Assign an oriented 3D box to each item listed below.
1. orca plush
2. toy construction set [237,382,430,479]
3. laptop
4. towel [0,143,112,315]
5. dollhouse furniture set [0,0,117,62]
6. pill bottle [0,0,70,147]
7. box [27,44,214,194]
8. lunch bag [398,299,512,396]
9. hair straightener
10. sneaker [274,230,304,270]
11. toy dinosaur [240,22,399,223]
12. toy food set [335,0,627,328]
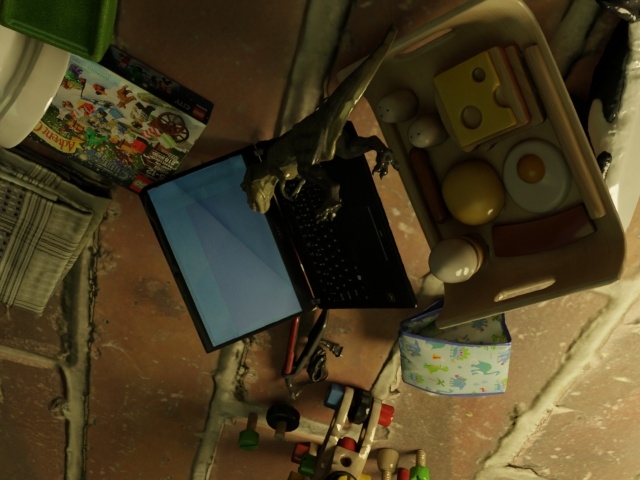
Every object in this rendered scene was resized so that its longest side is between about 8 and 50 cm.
[{"bbox_3d":[0.289,-0.136,0.903,0.102,0.151,0.287,22,148,35],"label":"orca plush"},{"bbox_3d":[0.044,0.413,1.392,0.309,0.237,0.257,37,130,-24],"label":"toy construction set"},{"bbox_3d":[-0.054,0.006,1.017,0.264,0.137,0.234,-5,111,47],"label":"laptop"},{"bbox_3d":[-0.484,-0.033,1.179,0.312,0.056,0.324,28,132,-16],"label":"towel"},{"bbox_3d":[-0.300,-0.328,0.762,0.302,0.197,0.151,21,143,-10],"label":"dollhouse furniture set"},{"bbox_3d":[-0.390,-0.208,0.795,0.162,0.162,0.278,-31,134,34],"label":"pill bottle"},{"bbox_3d":[-0.267,-0.158,1.022,0.233,0.044,0.159,28,132,-17],"label":"box"},{"bbox_3d":[0.188,0.156,1.212,0.151,0.096,0.128,-6,134,3],"label":"lunch bag"},{"bbox_3d":[-0.011,0.180,1.306,0.089,0.047,0.230,12,135,-1],"label":"hair straightener"},{"bbox_3d":[0.000,0.000,1.122,0.186,0.069,0.083,16,118,-5],"label":"sneaker"},{"bbox_3d":[0.011,-0.096,0.905,0.268,0.118,0.064,-43,158,25],"label":"toy dinosaur"},{"bbox_3d":[0.156,-0.075,0.882,0.220,0.092,0.306,-22,91,40],"label":"toy food set"}]
